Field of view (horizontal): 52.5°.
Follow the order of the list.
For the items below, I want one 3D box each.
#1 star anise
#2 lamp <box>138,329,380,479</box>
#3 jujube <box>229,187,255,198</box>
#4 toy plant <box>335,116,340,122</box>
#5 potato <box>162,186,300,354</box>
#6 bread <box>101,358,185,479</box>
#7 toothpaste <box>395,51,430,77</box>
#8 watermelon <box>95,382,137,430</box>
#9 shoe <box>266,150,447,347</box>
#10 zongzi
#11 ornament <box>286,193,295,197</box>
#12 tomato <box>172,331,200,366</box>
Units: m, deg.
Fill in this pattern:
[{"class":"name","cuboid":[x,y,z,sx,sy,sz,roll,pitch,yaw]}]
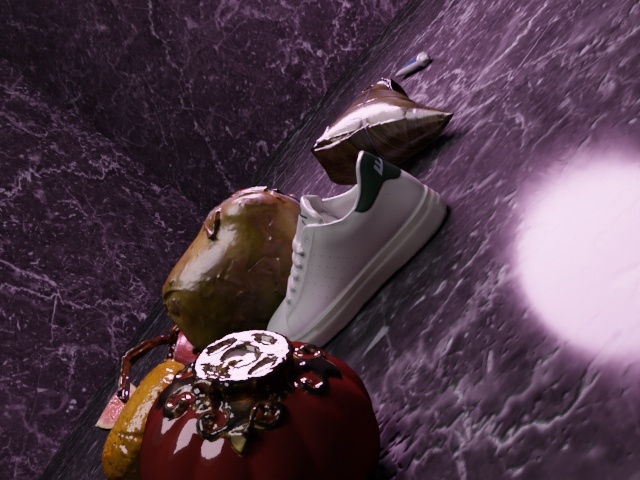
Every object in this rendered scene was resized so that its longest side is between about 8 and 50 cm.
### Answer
[{"class":"star anise","cuboid":[-0.365,0.267,1.615,0.346,0.148,0.237,-46,8,-18]},{"class":"lamp","cuboid":[-0.055,0.195,0.615,0.227,0.227,0.227,-49,13,16]},{"class":"jujube","cuboid":[-0.174,-0.031,1.650,0.213,0.213,0.232,-51,14,6]},{"class":"toy plant","cuboid":[0.084,-0.249,1.543,0.200,0.105,0.142,-18,43,48]},{"class":"potato","cuboid":[-0.122,0.078,1.098,0.299,0.247,0.196,-53,21,25]},{"class":"bread","cuboid":[-0.298,0.341,1.186,0.240,0.139,0.240,-49,13,15]},{"class":"toothpaste","cuboid":[0.245,-0.459,1.695,0.057,0.034,0.197,-37,10,-6]},{"class":"watermelon","cuboid":[-0.570,0.497,1.888,0.069,0.087,0.163,96,-163,-47]},{"class":"shoe","cuboid":[0.003,0.025,0.945,0.363,0.160,0.131,-46,13,25]},{"class":"zongzi","cuboid":[0.162,-0.237,1.220,0.300,0.138,0.286,-19,25,44]},{"class":"ornament","cuboid":[-0.164,-0.036,1.914,0.230,0.061,0.245,-56,12,-27]},{"class":"tomato","cuboid":[-0.268,0.274,1.387,0.139,0.091,0.159,-125,46,-86]}]
